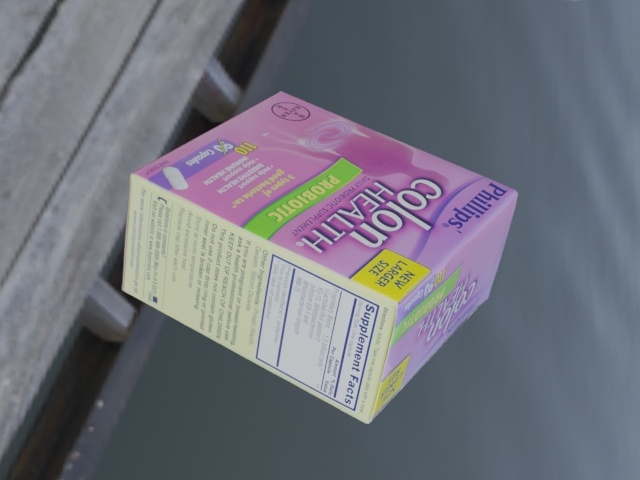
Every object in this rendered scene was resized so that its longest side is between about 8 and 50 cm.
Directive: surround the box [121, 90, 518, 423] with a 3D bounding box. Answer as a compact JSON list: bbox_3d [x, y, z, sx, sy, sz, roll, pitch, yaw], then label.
[{"bbox_3d":[0.000,0.000,0.927,0.213,0.243,0.117,-37,146,-48],"label":"box"}]
